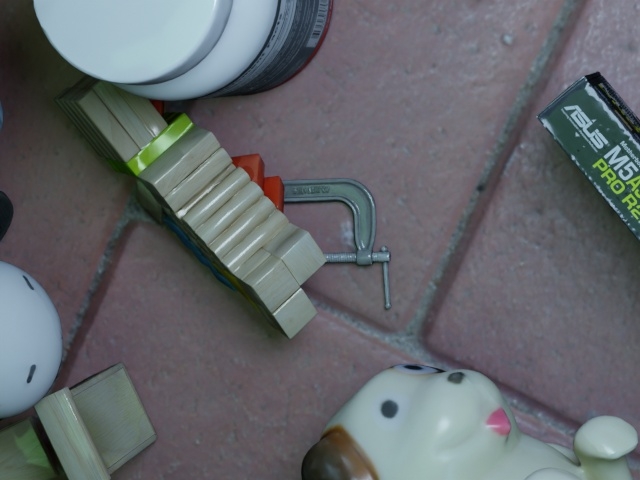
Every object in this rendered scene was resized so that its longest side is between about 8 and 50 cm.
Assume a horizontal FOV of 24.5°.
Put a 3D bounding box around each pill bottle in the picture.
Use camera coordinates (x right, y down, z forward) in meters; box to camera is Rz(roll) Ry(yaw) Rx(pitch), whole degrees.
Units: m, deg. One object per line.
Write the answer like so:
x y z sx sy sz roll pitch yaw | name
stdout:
-0.124 -0.239 1.412 0.210 0.363 0.210 2 97 14 | pill bottle

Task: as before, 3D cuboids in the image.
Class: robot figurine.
-0.396 0.117 1.521 0.278 0.173 0.209 -16 113 27 | robot figurine

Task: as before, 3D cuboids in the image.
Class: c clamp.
0.000 0.000 1.588 0.161 0.022 0.137 4 97 13 | c clamp

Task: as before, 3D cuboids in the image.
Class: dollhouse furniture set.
-0.327 0.239 1.625 0.242 0.161 0.212 -26 91 15 | dollhouse furniture set

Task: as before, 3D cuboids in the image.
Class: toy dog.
0.172 0.302 1.486 0.408 0.284 0.395 55 141 1 | toy dog

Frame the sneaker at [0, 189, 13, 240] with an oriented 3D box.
-0.505 0.000 1.665 0.295 0.124 0.178 -37 57 -12 | sneaker

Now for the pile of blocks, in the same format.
-0.120 -0.060 1.570 0.112 0.149 0.362 -43 88 -14 | pile of blocks

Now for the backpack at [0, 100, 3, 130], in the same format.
-0.521 -0.138 1.572 0.356 0.290 0.273 7 134 2 | backpack

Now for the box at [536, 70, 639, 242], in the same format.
0.322 -0.040 1.406 0.060 0.216 0.270 -40 86 16 | box
